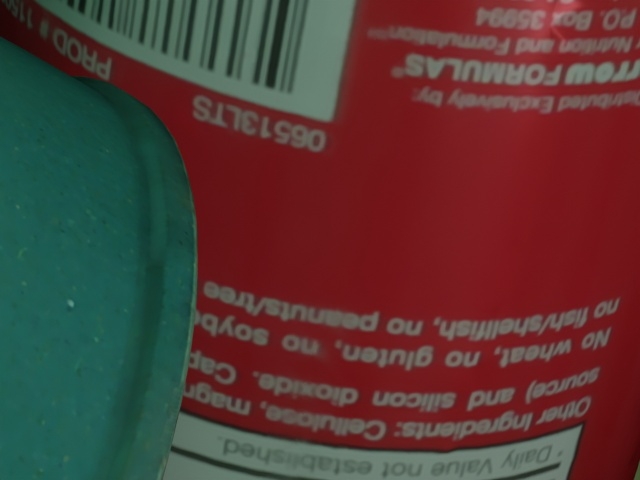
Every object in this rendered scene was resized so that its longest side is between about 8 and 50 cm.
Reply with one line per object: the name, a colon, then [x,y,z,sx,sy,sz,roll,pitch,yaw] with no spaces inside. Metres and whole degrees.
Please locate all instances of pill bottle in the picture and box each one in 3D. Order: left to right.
pill bottle: [0.000,0.000,0.620,0.229,0.229,0.408,-12,127,-34]

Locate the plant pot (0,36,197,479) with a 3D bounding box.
plant pot: [-0.209,0.021,0.398,0.255,0.271,0.272,33,96,-27]

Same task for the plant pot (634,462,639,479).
plant pot: [0.190,0.029,0.810,0.191,0.284,0.284,-55,156,-54]
